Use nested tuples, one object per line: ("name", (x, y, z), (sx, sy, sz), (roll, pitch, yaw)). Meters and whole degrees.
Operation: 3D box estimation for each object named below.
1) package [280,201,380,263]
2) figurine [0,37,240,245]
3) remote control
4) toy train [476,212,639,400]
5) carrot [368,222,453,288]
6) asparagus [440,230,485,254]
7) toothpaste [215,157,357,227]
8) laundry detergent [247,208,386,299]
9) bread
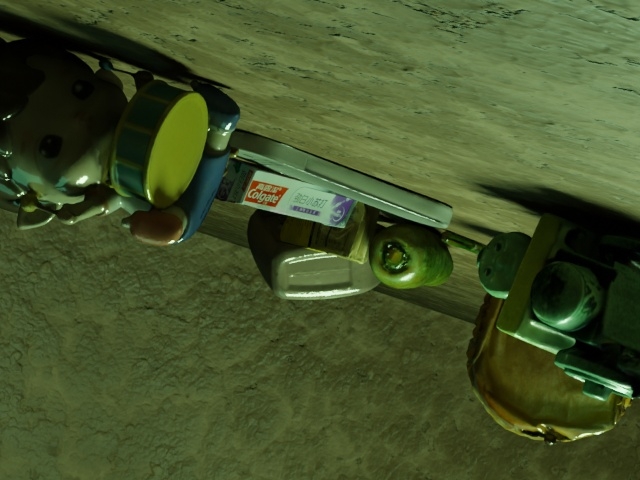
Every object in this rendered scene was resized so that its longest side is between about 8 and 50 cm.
("package", (0.000, -0.022, 1.989), (0.131, 0.071, 0.047), (17, -178, 37))
("figurine", (-0.207, -0.089, 1.441), (0.275, 0.161, 0.158), (15, 152, 18))
("remote control", (0.021, -0.058, 1.737), (0.245, 0.022, 0.077), (20, 174, -23))
("toy train", (0.273, 0.070, 1.591), (0.369, 0.150, 0.237), (24, 179, -45))
("carrot", (0.118, 0.023, 2.087), (0.074, 0.074, 0.358), (17, -179, 12))
("asparagus", (0.188, 0.014, 2.055), (0.127, 0.018, 0.015), (23, -156, -36))
("toothpaste", (-0.032, -0.044, 1.814), (0.040, 0.047, 0.196), (27, -172, 32))
("laundry detergent", (0.000, 0.000, 2.158), (0.171, 0.076, 0.237), (-4, -162, -10))
("bread", (0.251, 0.113, 1.866), (0.199, 0.199, 0.104), (16, 180, 17))
